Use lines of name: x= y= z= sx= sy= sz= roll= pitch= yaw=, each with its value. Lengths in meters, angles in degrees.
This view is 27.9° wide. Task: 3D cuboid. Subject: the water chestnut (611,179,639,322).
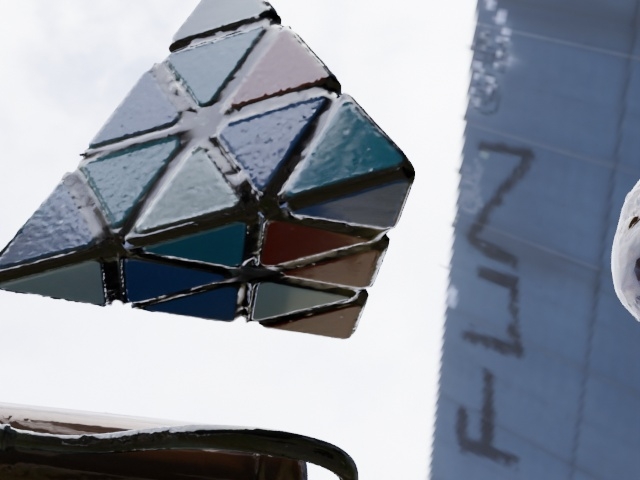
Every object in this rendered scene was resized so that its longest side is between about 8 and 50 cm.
water chestnut: x=0.365 y=-0.003 z=1.111 sx=0.223 sy=0.223 sz=0.238 roll=15 pitch=-92 yaw=-42

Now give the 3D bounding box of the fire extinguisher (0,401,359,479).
fire extinguisher: x=-0.121 y=0.185 z=0.945 sx=0.376 sy=0.200 sz=0.113 roll=7 pitch=-99 yaw=-5

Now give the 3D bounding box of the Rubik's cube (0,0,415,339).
Rubik's cube: x=0.000 y=0.000 z=0.858 sx=0.284 sy=0.250 sz=0.234 roll=-60 pitch=-42 yaw=-27
